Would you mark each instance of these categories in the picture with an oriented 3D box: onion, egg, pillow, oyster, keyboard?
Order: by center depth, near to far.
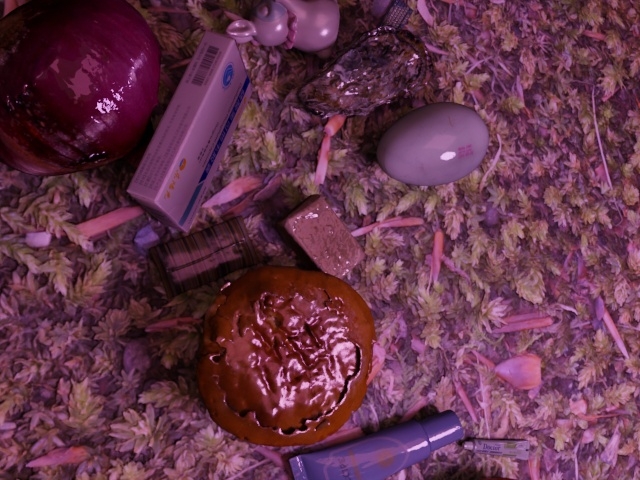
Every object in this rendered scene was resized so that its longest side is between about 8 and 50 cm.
[{"bbox_3d":[-0.408,-0.244,1.129,0.385,0.348,0.347,45,68,-47],"label":"onion"},{"bbox_3d":[-0.233,0.032,1.291,0.204,0.038,0.113,-23,94,-20],"label":"pillow"},{"bbox_3d":[0.087,-0.359,1.394,0.351,0.158,0.162,-22,82,-10],"label":"oyster"},{"bbox_3d":[0.250,-0.212,1.417,0.264,0.183,0.182,-16,91,-14],"label":"egg"},{"bbox_3d":[0.158,-0.492,1.496,0.055,0.014,0.176,34,74,-12],"label":"keyboard"}]

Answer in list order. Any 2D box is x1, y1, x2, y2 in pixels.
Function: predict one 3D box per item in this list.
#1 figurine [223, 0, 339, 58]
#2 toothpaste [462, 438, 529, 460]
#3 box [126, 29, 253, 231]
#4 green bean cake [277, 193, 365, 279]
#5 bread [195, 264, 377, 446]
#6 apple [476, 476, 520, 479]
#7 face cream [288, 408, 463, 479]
[{"bbox_3d":[-0.085,-0.476,1.344,0.236,0.127,0.155,2,103,-18],"label":"figurine"},{"bbox_3d":[0.419,0.492,1.508,0.197,0.029,0.048,12,82,-23],"label":"toothpaste"},{"bbox_3d":[-0.239,-0.203,1.222,0.065,0.200,0.343,20,78,9],"label":"box"},{"bbox_3d":[0.000,0.000,1.357,0.109,0.085,0.179,-43,100,-17],"label":"green bean cake"},{"bbox_3d":[-0.077,0.223,1.251,0.359,0.204,0.336,12,79,-23],"label":"bread"},{"bbox_3d":[0.410,0.695,1.329,0.364,0.364,0.363,2,85,-21],"label":"apple"},{"bbox_3d":[0.129,0.465,1.373,0.386,0.086,0.135,-17,92,-16],"label":"face cream"}]
